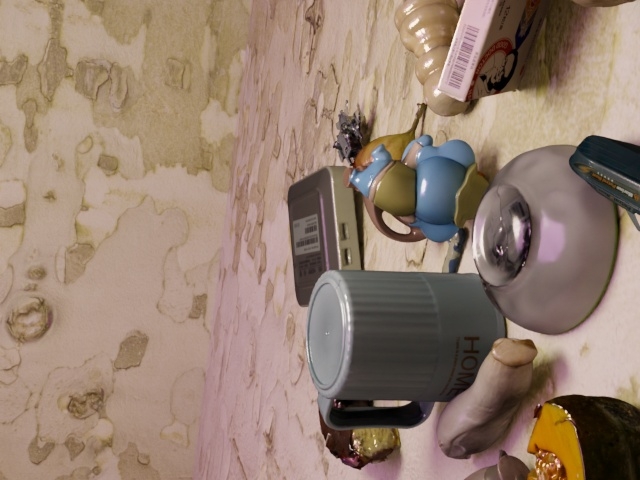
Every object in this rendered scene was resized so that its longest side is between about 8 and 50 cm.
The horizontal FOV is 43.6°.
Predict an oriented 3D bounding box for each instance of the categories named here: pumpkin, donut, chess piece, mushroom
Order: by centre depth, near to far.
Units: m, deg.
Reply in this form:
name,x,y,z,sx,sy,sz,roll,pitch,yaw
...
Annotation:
name,x,y,z,sx,sy,sz,roll,pitch,yaw
pumpkin,0.363,0.325,1.185,0.280,0.139,0.190,153,115,-63
mushroom,0.294,0.286,1.419,0.097,0.109,0.351,-85,12,-46
chess piece,0.244,-0.380,1.663,0.143,0.143,0.260,129,137,-56
donut,0.086,0.370,1.925,0.259,0.136,0.345,147,125,-67

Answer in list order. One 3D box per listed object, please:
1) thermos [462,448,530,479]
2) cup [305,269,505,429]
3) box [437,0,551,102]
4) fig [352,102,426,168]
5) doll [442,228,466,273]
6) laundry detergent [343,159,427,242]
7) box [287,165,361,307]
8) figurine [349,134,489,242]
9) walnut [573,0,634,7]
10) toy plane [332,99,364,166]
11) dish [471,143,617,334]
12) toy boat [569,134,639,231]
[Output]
name,x,y,z,sx,sy,sz,roll,pitch,yaw
thermos,0.301,0.460,1.387,0.193,0.105,0.137,-60,35,40
cup,0.138,0.199,1.559,0.331,0.311,0.256,122,146,-52
box,0.323,-0.416,1.341,0.069,0.214,0.353,32,122,27
fig,0.171,-0.201,1.807,0.160,0.143,0.230,34,115,32
doll,0.271,0.029,1.643,0.037,0.027,0.125,46,129,54
laundry detergent,0.159,-0.082,1.667,0.076,0.237,0.171,-153,67,-67
box,0.000,0.000,2.241,0.367,0.091,0.372,160,107,-69
figurine,0.200,-0.116,1.547,0.180,0.262,0.154,-64,1,-12
walnut,0.400,-0.453,1.113,0.248,0.248,0.248,-176,90,-69
toy plane,0.089,-0.242,2.096,0.192,0.088,0.262,112,152,-50
dish,0.337,-0.007,1.338,0.324,0.124,0.324,-175,90,-70
toy boat,0.435,-0.090,1.142,0.246,0.093,0.103,-127,24,-61
